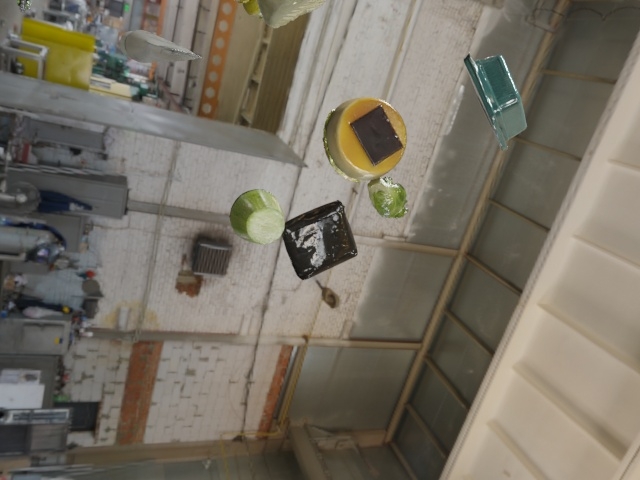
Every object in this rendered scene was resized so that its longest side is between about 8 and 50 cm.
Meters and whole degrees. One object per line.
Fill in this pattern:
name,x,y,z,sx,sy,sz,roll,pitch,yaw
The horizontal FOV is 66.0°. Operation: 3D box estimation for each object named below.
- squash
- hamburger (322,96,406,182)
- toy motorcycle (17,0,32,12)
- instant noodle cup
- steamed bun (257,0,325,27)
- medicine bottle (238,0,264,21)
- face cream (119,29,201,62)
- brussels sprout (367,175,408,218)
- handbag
squash,-0.183,-0.061,1.494,0.123,0.170,0.170,-136,-123,-61
hamburger,0.144,-0.344,1.674,0.176,0.300,0.300,-168,-94,-75
toy motorcycle,-0.645,-0.609,1.104,0.190,0.074,0.106,-64,-149,22
instant noodle cup,0.353,-0.280,0.978,0.070,0.179,0.157,-22,-113,21
steamed bun,0.004,-0.669,1.095,0.237,0.394,0.346,64,21,-14
medicine bottle,-0.230,-0.865,1.765,0.122,0.212,0.121,-4,-96,48
face cream,-0.464,-0.531,1.366,0.314,0.143,0.089,29,-71,44
brussels sprout,0.242,-0.157,1.773,0.100,0.181,0.139,8,-116,38
handbag,0.000,0.000,1.719,0.080,0.247,0.223,43,-26,64
